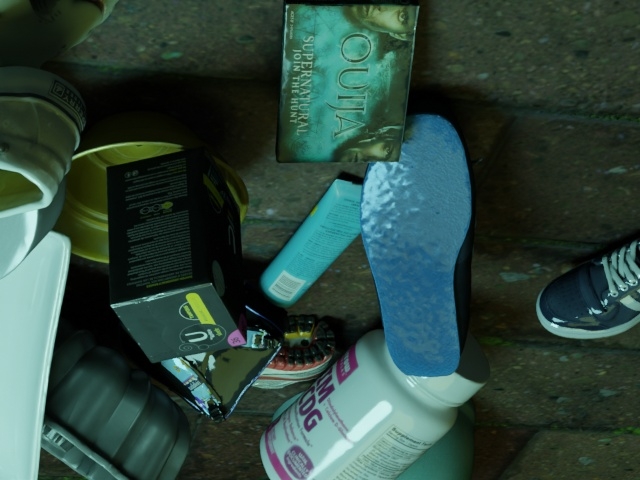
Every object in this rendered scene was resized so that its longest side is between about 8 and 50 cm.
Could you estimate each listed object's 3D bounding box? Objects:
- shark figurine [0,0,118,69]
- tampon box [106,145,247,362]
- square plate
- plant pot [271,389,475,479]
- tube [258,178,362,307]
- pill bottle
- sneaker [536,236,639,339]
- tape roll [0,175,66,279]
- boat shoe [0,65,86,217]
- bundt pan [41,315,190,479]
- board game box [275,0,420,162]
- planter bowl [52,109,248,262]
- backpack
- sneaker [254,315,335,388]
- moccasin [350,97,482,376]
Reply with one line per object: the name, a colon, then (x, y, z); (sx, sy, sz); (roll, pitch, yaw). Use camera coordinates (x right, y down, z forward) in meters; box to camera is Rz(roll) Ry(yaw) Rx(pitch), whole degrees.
shark figurine: (-0.326, -0.206, 1.393); (0.278, 0.116, 0.166); (15, 111, -42)
tampon box: (-0.136, 0.014, 1.536); (0.101, 0.161, 0.120); (-12, 147, 9)
square plate: (-0.441, 0.094, 1.699); (0.347, 0.049, 0.344); (16, 116, 7)
plant pot: (0.080, 0.339, 2.235); (0.293, 0.196, 0.293); (-3, 149, -2)
tube: (0.000, 0.000, 1.814); (0.080, 0.052, 0.207); (6, 142, -34)
pill bottle: (0.069, 0.213, 2.010); (0.160, 0.160, 0.283); (25, 120, -39)
sneaker: (0.382, 0.024, 1.842); (0.282, 0.099, 0.153); (-15, 153, 4)
tape roll: (-0.356, -0.065, 1.531); (0.219, 0.072, 0.219); (7, 118, 14)
boat shoe: (-0.375, -0.035, 1.397); (0.367, 0.156, 0.136); (-8, 142, 22)
bundt pan: (-0.288, 0.189, 1.907); (0.331, 0.124, 0.331); (32, 163, 11)
board game box: (0.023, -0.153, 1.532); (0.126, 0.026, 0.186); (-1, 132, -6)
planter bowl: (-0.184, -0.069, 1.631); (0.217, 0.090, 0.217); (-4, 147, -3)
backpack: (-0.142, 0.104, 1.883); (0.173, 0.117, 0.158); (34, 109, -7)
sneaker: (-0.093, 0.157, 2.019); (0.225, 0.088, 0.092); (-3, 150, -2)
moccasin: (0.101, -0.011, 1.725); (0.138, 0.117, 0.342); (7, 126, 7)
